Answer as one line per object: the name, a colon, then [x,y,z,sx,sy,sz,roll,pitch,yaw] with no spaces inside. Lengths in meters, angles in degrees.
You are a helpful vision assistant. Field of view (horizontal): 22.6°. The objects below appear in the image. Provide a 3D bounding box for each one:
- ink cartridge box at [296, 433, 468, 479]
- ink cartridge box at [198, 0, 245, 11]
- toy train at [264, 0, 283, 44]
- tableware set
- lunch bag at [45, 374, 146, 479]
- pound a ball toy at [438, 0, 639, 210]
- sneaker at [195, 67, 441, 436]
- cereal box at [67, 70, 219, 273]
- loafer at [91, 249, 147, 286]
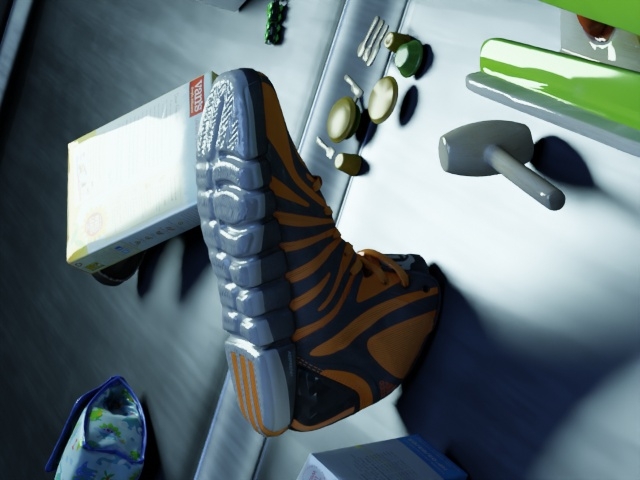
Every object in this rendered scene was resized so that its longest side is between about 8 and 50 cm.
ink cartridge box: [0.023,0.217,1.246,0.061,0.181,0.104,38,113,32]
ink cartridge box: [-0.102,-0.410,1.919,0.158,0.092,0.218,-38,46,50]
toy train: [-0.054,-0.262,1.831,0.024,0.017,0.083,150,130,-67]
tableware set: [0.051,-0.136,1.563,0.154,0.024,0.104,-64,32,18]
lunch bag: [-0.262,0.248,1.881,0.151,0.096,0.129,-93,27,-59]
pound a ball toy: [0.210,-0.121,1.173,0.319,0.136,0.208,-146,49,-62]
sneaker: [0.000,0.000,1.384,0.124,0.180,0.321,-153,54,-64]
cereal box: [-0.201,-0.078,1.891,0.240,0.047,0.173,-22,57,31]
loafer: [-0.230,-0.044,1.978,0.078,0.080,0.220,32,104,63]
